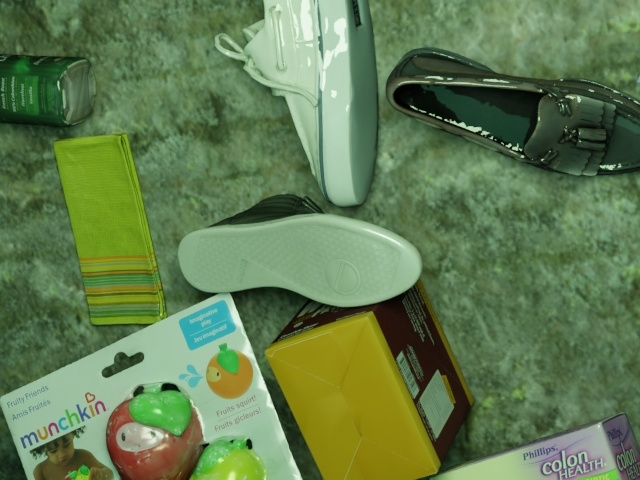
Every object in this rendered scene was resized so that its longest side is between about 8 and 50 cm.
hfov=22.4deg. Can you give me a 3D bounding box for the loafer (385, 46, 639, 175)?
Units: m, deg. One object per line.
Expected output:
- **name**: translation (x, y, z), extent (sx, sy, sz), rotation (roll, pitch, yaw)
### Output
- **loafer**: translation (0.212, -0.126, 1.717), extent (0.302, 0.095, 0.109), rotation (16, 113, 12)

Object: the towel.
- **towel**: translation (-0.255, -0.010, 1.949), extent (0.102, 0.021, 0.237), rotation (-5, 106, 19)

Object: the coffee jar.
- **coffee jar**: translation (-0.363, -0.177, 1.884), extent (0.184, 0.096, 0.079), rotation (4, 106, 16)

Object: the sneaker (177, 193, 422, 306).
- **sneaker**: translation (0.000, 0.000, 1.789), extent (0.295, 0.147, 0.105), rotation (1, 110, 31)

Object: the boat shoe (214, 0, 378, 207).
- **boat shoe**: translation (-0.033, -0.214, 1.745), extent (0.156, 0.136, 0.367), rotation (-3, 104, 19)

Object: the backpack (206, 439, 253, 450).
- **backpack**: translation (-0.151, 0.271, 1.961), extent (0.152, 0.115, 0.182), rotation (15, 111, 2)

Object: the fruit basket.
- **fruit basket**: translation (-0.181, 0.280, 1.818), extent (0.327, 0.165, 0.353), rotation (-25, 85, 17)

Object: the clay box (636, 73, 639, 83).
- **clay box**: translation (0.452, -0.168, 1.648), extent (0.222, 0.053, 0.127), rotation (29, 114, 7)

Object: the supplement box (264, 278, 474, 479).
- **supplement box**: translation (0.060, 0.152, 1.807), extent (0.129, 0.194, 0.191), rotation (-20, 101, 23)

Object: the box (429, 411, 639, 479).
- **box**: translation (0.271, 0.342, 1.811), extent (0.213, 0.117, 0.243), rotation (-22, 82, 23)
